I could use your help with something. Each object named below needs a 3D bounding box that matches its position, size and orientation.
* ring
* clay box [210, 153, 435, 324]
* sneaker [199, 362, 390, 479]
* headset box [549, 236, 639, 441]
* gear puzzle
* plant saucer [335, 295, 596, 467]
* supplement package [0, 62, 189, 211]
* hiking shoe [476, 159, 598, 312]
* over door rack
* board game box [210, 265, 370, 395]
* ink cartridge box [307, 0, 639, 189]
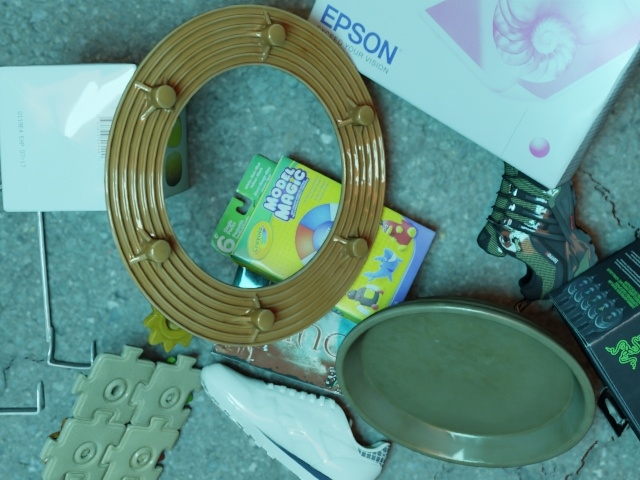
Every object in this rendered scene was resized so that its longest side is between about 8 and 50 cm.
[{"bbox_3d":[-0.055,-0.061,1.015,0.336,0.032,0.337,-5,98,-38],"label":"ring"},{"bbox_3d":[0.000,0.000,1.150,0.222,0.053,0.128,26,80,-1],"label":"clay box"},{"bbox_3d":[-0.032,0.205,1.185,0.235,0.090,0.095,38,85,-6],"label":"sneaker"},{"bbox_3d":[0.415,0.106,1.090,0.283,0.131,0.246,-32,110,6],"label":"headset box"},{"bbox_3d":[-0.225,0.189,1.163,0.044,0.175,0.339,33,100,42],"label":"gear puzzle"},{"bbox_3d":[0.153,0.150,1.109,0.277,0.041,0.278,11,139,10],"label":"plant saucer"},{"bbox_3d":[-0.222,-0.109,1.067,0.133,0.244,0.139,0,98,4],"label":"supplement package"},{"bbox_3d":[0.220,-0.033,1.133,0.114,0.086,0.227,-22,96,2],"label":"hiking shoe"},{"bbox_3d":[-0.347,0.012,1.090,0.108,0.239,0.324,-13,95,3],"label":"over door rack"},{"bbox_3d":[-0.019,0.099,1.191,0.186,0.026,0.126,18,97,1],"label":"board game box"},{"bbox_3d":[0.180,-0.271,1.025,0.324,0.071,0.330,34,118,17],"label":"ink cartridge box"}]
